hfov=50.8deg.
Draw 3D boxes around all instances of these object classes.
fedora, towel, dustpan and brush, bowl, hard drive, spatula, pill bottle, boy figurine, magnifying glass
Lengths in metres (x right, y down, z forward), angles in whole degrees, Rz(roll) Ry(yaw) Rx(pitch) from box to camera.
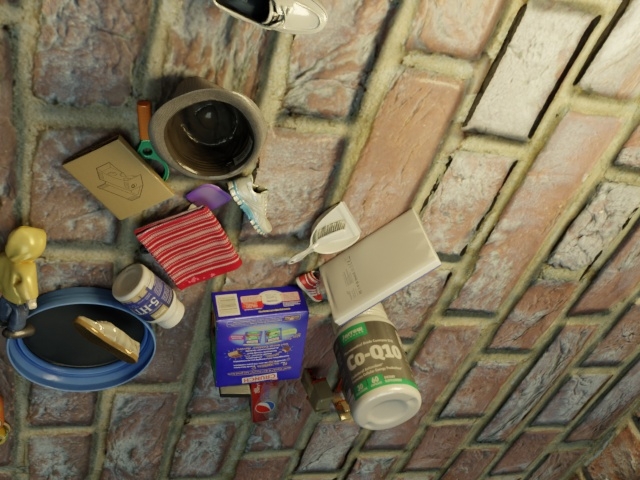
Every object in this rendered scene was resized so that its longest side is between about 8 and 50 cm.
[{"bbox_3d":[-0.245,-0.258,1.460,0.243,0.124,0.275,-24,143,10],"label":"fedora"},{"bbox_3d":[-0.333,0.024,1.742,0.199,0.031,0.275,-20,144,2],"label":"towel"},{"bbox_3d":[0.000,0.000,1.821,0.211,0.060,0.147,-26,134,8],"label":"dustpan and brush"},{"bbox_3d":[-0.660,0.278,1.884,0.391,0.077,0.391,-8,134,-8],"label":"bowl"},{"bbox_3d":[-0.273,0.426,2.095,0.094,0.135,0.022,5,129,-21],"label":"hard drive"},{"bbox_3d":[-0.353,-0.049,1.694,0.296,0.030,0.084,-37,130,19],"label":"spatula"},{"bbox_3d":[-0.453,0.155,1.802,0.112,0.112,0.187,-29,134,12],"label":"pill bottle"},{"bbox_3d":[-0.736,0.090,1.640,0.092,0.177,0.285,-6,117,-50],"label":"boy figurine"},{"bbox_3d":[-0.394,-0.212,1.532,0.092,0.026,0.231,-3,132,-13],"label":"magnifying glass"},{"bbox_3d":[0.153,0.070,1.826,0.318,0.210,0.040,-33,132,15],"label":"hard drive"},{"bbox_3d":[0.150,0.352,1.988,0.204,0.361,0.204,-9,134,-9],"label":"pill bottle"}]

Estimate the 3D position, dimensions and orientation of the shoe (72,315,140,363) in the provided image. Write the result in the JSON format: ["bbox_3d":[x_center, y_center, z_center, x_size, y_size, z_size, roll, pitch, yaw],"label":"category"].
[{"bbox_3d":[-0.568,0.255,1.803,0.076,0.058,0.219,-8,139,37],"label":"shoe"}]

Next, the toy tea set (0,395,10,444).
[{"bbox_3d":[-1.047,0.589,2.033,0.200,0.124,0.336,-1,133,-15],"label":"toy tea set"}]

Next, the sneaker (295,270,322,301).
[{"bbox_3d":[-0.013,0.131,1.955,0.067,0.042,0.118,-30,131,18],"label":"sneaker"}]

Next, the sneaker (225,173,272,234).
[{"bbox_3d":[-0.156,-0.091,1.688,0.083,0.071,0.191,-29,134,4],"label":"sneaker"}]

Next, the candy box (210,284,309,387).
[{"bbox_3d":[-0.187,0.287,1.998,0.268,0.122,0.317,-4,132,-14],"label":"candy box"}]

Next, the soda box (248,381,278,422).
[{"bbox_3d":[-0.190,0.487,2.213,0.092,0.083,0.263,-6,133,-12],"label":"soda box"}]

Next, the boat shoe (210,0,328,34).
[{"bbox_3d":[-0.102,-0.456,1.341,0.258,0.084,0.095,6,130,-21],"label":"boat shoe"}]

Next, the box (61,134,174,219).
[{"bbox_3d":[-0.463,-0.142,1.557,0.164,0.021,0.201,-20,134,19],"label":"box"}]

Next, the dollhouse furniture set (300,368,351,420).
[{"bbox_3d":[0.081,0.482,2.285,0.259,0.135,0.262,-7,135,-26],"label":"dollhouse furniture set"}]
